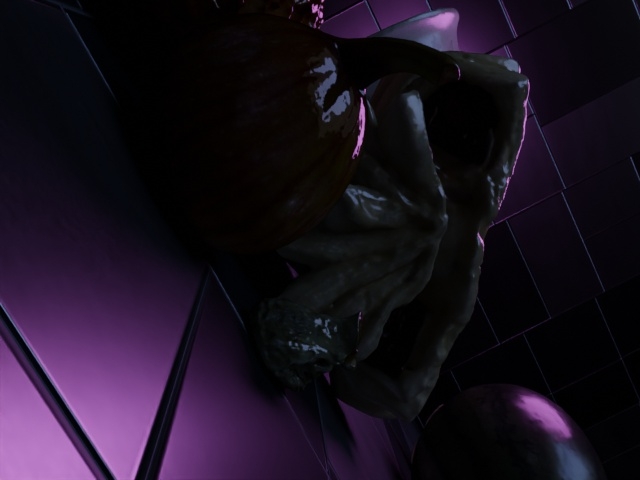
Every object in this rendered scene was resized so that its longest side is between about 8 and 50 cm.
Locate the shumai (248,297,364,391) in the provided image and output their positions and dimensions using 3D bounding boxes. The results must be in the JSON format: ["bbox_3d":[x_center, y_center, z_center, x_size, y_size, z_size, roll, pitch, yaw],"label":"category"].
[{"bbox_3d":[-0.006,0.070,0.549,0.082,0.080,0.083,61,4,9],"label":"shumai"}]

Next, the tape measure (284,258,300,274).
[{"bbox_3d":[0.041,-0.030,1.014,0.275,0.147,0.256,24,27,-46],"label":"tape measure"}]

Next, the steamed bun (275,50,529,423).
[{"bbox_3d":[0.072,-0.009,0.741,0.247,0.428,0.189,17,7,-10],"label":"steamed bun"}]

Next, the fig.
[{"bbox_3d":[-0.022,-0.094,0.516,0.175,0.207,0.175,52,9,-11],"label":"fig"}]

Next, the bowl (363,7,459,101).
[{"bbox_3d":[0.087,-0.188,1.226,0.196,0.434,0.435,61,2,0],"label":"bowl"}]

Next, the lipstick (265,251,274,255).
[{"bbox_3d":[-0.068,-0.011,0.743,0.030,0.030,0.129,64,0,25],"label":"lipstick"}]

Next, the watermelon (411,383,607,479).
[{"bbox_3d":[0.277,0.362,1.078,0.279,0.278,0.359,62,3,-17],"label":"watermelon"}]

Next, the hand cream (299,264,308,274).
[{"bbox_3d":[0.000,0.000,0.853,0.095,0.059,0.276,5,-74,54],"label":"hand cream"}]

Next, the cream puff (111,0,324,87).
[{"bbox_3d":[-0.106,-0.288,0.676,0.351,0.228,0.350,61,0,1],"label":"cream puff"}]

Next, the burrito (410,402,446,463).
[{"bbox_3d":[0.282,0.499,1.516,0.332,0.135,0.190,63,4,-51],"label":"burrito"}]
